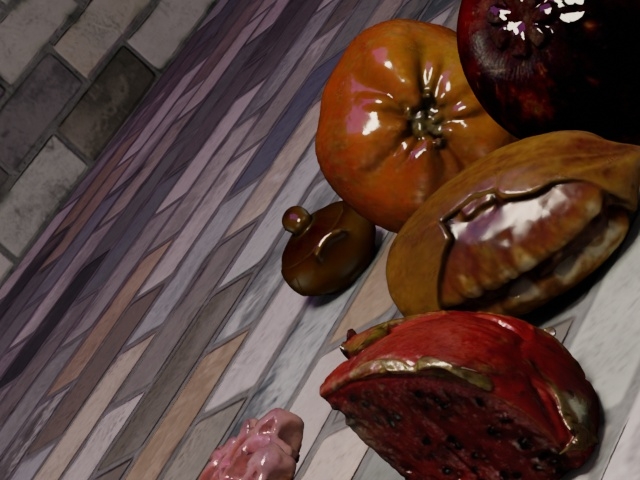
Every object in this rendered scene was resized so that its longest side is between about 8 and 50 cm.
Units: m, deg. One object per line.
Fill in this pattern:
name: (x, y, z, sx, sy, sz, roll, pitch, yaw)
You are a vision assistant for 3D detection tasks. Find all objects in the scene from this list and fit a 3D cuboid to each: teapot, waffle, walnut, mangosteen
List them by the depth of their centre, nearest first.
waffle: (-0.082, 0.229, 1.322, 0.221, 0.055, 0.234, -49, 20, 49)
walnut: (0.132, -0.006, 1.325, 0.207, 0.116, 0.116, -33, 18, 22)
mangosteen: (0.194, -0.141, 1.386, 0.200, 0.200, 0.200, -44, 14, 14)
teapot: (0.000, 0.000, 1.754, 0.098, 0.078, 0.129, -47, 13, 0)

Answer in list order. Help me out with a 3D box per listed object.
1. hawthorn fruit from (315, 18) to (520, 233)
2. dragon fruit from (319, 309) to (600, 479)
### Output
hawthorn fruit: (0.081, -0.093, 1.583, 0.189, 0.189, 0.189, -44, 14, 14)
dragon fruit: (0.094, 0.075, 1.170, 0.127, 0.120, 0.161, -32, 14, 31)
